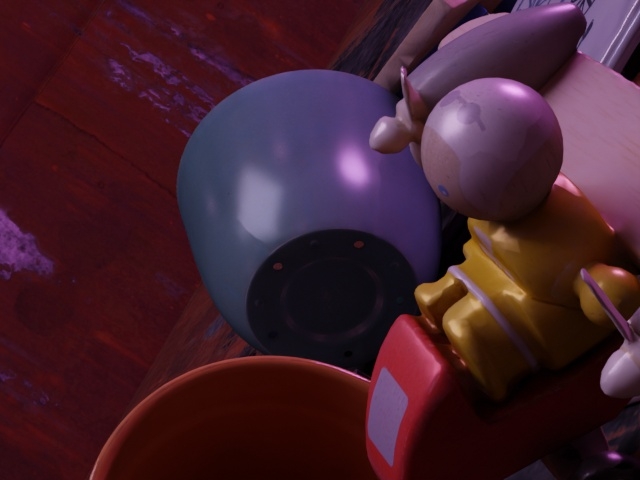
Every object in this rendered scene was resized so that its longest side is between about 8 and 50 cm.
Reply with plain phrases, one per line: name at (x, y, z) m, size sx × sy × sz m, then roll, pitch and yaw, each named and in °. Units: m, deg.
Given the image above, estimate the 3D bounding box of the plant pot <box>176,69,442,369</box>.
plant pot at (0.000, 0.000, 2.112) m, size 0.293 × 0.293 × 0.235 m, roll -52°, pitch 26°, yaw 23°

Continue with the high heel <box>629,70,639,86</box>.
high heel at (0.315, -0.145, 1.512) m, size 0.261 × 0.093 × 0.186 m, roll -53°, pitch -2°, yaw -43°

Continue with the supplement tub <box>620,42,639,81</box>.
supplement tub at (0.270, -0.158, 1.770) m, size 0.198 × 0.106 × 0.106 m, roll -53°, pitch 10°, yaw 14°

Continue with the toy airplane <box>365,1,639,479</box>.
toy airplane at (0.185, -0.029, 1.225) m, size 0.386 × 0.272 × 0.384 m, roll -16°, pitch 51°, yaw 44°

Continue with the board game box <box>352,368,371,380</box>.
board game box at (-0.005, 0.233, 2.012) m, size 0.141 × 0.048 × 0.170 m, roll -45°, pitch 15°, yaw 46°

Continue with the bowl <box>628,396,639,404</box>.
bowl at (0.235, 0.046, 1.420) m, size 0.142 × 0.053 × 0.142 m, roll -62°, pitch 10°, yaw -24°

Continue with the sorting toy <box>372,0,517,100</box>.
sorting toy at (0.172, -0.205, 2.267) m, size 0.257 × 0.089 × 0.255 m, roll -32°, pitch -15°, yaw -46°

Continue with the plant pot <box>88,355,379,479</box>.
plant pot at (-0.043, 0.260, 1.494) m, size 0.203 × 0.291 × 0.291 m, roll 109°, pitch -173°, yaw -56°

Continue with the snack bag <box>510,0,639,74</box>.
snack bag at (0.238, -0.216, 1.667) m, size 0.323 × 0.037 × 0.342 m, roll -60°, pitch 13°, yaw 13°
